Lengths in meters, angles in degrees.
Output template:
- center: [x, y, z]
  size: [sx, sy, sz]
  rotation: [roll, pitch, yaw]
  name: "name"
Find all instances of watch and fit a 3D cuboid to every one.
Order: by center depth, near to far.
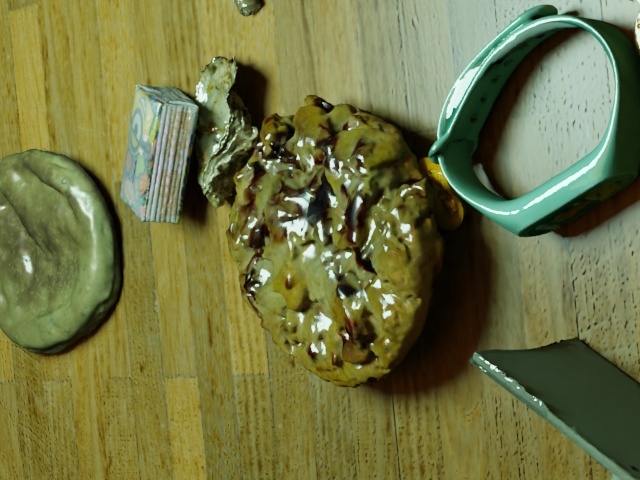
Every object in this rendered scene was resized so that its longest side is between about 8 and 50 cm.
- center: [0.208, -0.110, 1.575]
  size: [0.237, 0.068, 0.195]
  rotation: [-36, 68, 38]
  name: "watch"

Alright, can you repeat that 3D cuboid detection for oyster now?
- center: [-0.113, -0.124, 1.890]
  size: [0.105, 0.056, 0.177]
  rotation: [10, 98, 56]
  name: "oyster"

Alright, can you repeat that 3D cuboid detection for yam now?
- center: [-0.109, -0.325, 1.888]
  size: [0.032, 0.032, 0.145]
  rotation: [-41, 67, 38]
  name: "yam"

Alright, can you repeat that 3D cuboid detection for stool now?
- center: [0.238, 0.266, 1.506]
  size: [0.269, 0.170, 0.244]
  rotation: [39, 118, 35]
  name: "stool"

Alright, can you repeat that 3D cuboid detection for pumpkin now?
- center: [0.128, -0.050, 1.683]
  size: [0.050, 0.028, 0.083]
  rotation: [-27, 82, 49]
  name: "pumpkin"

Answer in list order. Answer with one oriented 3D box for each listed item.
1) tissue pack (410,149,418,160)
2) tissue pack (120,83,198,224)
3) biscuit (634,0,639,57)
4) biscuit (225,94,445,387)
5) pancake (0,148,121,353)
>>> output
- center: [0.077, -0.025, 1.734]
  size: [0.085, 0.028, 0.138]
  rotation: [-6, 85, 47]
  name: "tissue pack"
- center: [-0.194, -0.104, 1.944]
  size: [0.108, 0.060, 0.148]
  rotation: [-137, 55, -65]
  name: "tissue pack"
- center: [0.332, -0.226, 1.476]
  size: [0.133, 0.027, 0.184]
  rotation: [-21, 80, 42]
  name: "biscuit"
- center: [0.001, -0.004, 1.745]
  size: [0.334, 0.081, 0.289]
  rotation: [40, 121, 43]
  name: "biscuit"
- center: [-0.365, 0.014, 2.145]
  size: [0.294, 0.049, 0.295]
  rotation: [6, 99, 44]
  name: "pancake"
